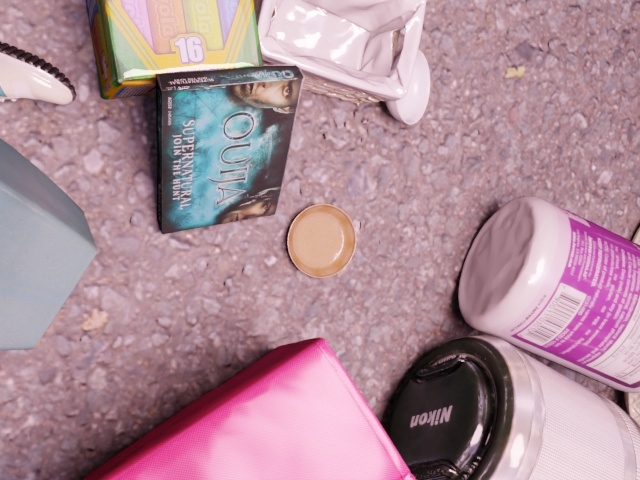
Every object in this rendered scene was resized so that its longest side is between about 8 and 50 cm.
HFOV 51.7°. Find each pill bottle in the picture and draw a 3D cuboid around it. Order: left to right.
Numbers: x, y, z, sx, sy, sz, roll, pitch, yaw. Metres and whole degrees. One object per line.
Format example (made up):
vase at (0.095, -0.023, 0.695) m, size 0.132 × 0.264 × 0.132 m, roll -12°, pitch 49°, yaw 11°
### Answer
pill bottle at (0.332, 0.078, 0.776) m, size 0.302 × 0.169 × 0.169 m, roll 24°, pitch 86°, yaw -11°

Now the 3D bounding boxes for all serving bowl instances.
serving bowl at (0.094, -0.174, 0.748) m, size 0.083 × 0.027 × 0.083 m, roll -22°, pitch 118°, yaw -51°

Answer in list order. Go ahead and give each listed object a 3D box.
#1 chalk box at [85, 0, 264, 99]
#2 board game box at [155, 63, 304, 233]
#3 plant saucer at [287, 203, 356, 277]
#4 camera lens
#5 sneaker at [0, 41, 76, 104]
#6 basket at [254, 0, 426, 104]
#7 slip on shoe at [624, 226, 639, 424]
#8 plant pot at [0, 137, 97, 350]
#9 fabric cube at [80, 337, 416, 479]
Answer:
chalk box at (-0.145, -0.246, 0.599) m, size 0.132 × 0.132 × 0.212 m, roll -11°, pitch 98°, yaw -21°
board game box at (-0.091, -0.082, 0.625) m, size 0.126 × 0.186 × 0.026 m, roll -11°, pitch 56°, yaw -21°
plant saucer at (0.000, 0.000, 0.743) m, size 0.084 × 0.015 × 0.083 m, roll -2°, pitch 96°, yaw -23°
camera lens at (0.226, 0.249, 0.747) m, size 0.274 × 0.219 × 0.219 m, roll 30°, pitch 84°, yaw -22°
sneaker at (-0.307, -0.144, 0.591) m, size 0.161 × 0.057 × 0.075 m, roll 20°, pitch 104°, yaw -24°
basket at (0.006, -0.214, 0.679) m, size 0.167 × 0.103 × 0.113 m, roll 12°, pitch 90°, yaw -23°
slip on shoe at (0.483, 0.105, 0.911) m, size 0.101 × 0.123 × 0.331 m, roll 11°, pitch 83°, yaw -57°
plant pot at (-0.315, -0.016, 0.524) m, size 0.234 × 0.165 × 0.165 m, roll 32°, pitch 95°, yaw -33°
fabric cube at (-0.060, 0.265, 0.582) m, size 0.258 × 0.254 × 0.259 m, roll -32°, pitch 87°, yaw -18°
